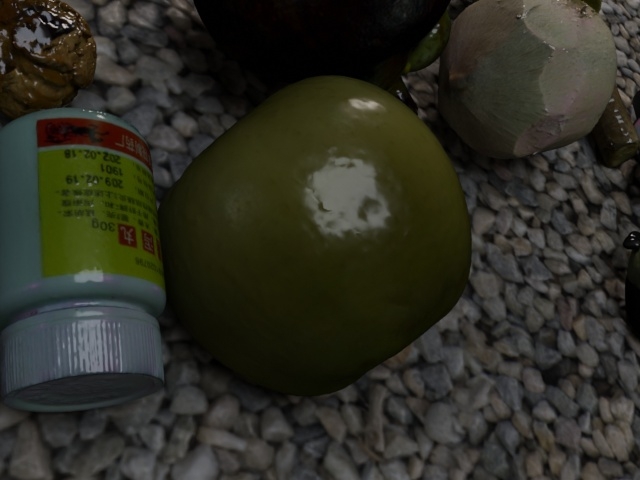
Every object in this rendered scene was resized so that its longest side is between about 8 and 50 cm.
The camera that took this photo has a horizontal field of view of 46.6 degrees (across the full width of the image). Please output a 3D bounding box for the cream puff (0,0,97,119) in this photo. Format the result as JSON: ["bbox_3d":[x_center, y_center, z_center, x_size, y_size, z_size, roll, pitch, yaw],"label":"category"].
[{"bbox_3d":[-0.273,-0.182,0.704,0.133,0.104,0.119,-31,76,-38],"label":"cream puff"}]

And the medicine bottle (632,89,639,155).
[{"bbox_3d":[0.545,-0.150,1.145,0.119,0.094,0.187,26,50,-44],"label":"medicine bottle"}]

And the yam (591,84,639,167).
[{"bbox_3d":[0.422,-0.259,1.168,0.066,0.066,0.299,-1,65,-30],"label":"yam"}]

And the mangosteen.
[{"bbox_3d":[0.012,-0.302,0.809,0.330,0.330,0.329,13,60,-24],"label":"mangosteen"}]

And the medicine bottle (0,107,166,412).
[{"bbox_3d":[-0.201,0.017,0.614,0.139,0.139,0.225,2,64,-29],"label":"medicine bottle"}]

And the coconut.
[{"bbox_3d":[0.252,-0.208,0.949,0.234,0.224,0.224,-8,69,-46],"label":"coconut"}]

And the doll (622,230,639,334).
[{"bbox_3d":[0.516,0.064,1.006,0.234,0.143,0.135,16,52,-22],"label":"doll"}]

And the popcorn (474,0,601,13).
[{"bbox_3d":[0.315,-0.387,1.075,0.235,0.181,0.216,42,11,-24],"label":"popcorn"}]

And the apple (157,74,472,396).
[{"bbox_3d":[0.012,-0.012,0.693,0.295,0.233,0.257,-35,83,-37],"label":"apple"}]
